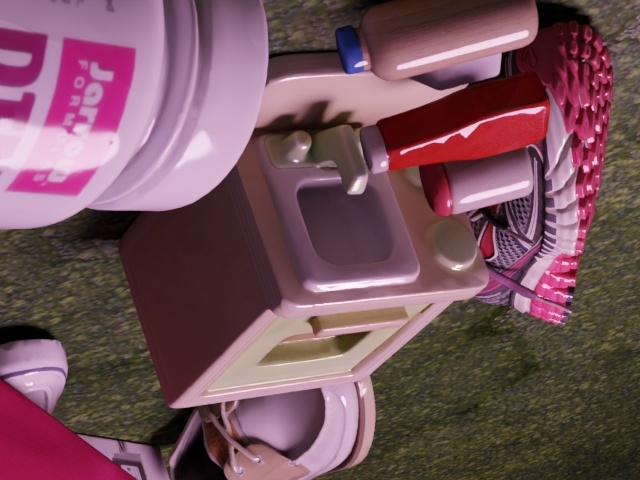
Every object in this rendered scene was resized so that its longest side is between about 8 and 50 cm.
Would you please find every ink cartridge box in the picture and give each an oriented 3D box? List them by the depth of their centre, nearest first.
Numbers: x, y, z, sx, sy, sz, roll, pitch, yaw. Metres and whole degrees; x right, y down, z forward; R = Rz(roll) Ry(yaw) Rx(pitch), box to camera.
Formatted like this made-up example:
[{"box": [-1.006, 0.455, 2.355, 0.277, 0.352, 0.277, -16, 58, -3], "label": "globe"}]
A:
[{"box": [-0.200, 0.220, 1.683, 0.104, 0.060, 0.180, -28, 157, 21], "label": "ink cartridge box"}]

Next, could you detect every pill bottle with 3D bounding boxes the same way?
[{"box": [-0.167, -0.086, 0.792, 0.283, 0.160, 0.160, 3, 151, -46], "label": "pill bottle"}]

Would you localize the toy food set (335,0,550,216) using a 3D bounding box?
[{"box": [0.053, -0.086, 1.029, 0.104, 0.111, 0.232, -15, 152, -7], "label": "toy food set"}]

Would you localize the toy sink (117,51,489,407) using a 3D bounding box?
[{"box": [0.000, 0.000, 1.197, 0.153, 0.131, 0.234, -5, 155, -33], "label": "toy sink"}]

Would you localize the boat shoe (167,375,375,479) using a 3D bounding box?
[{"box": [-0.043, 0.156, 1.585, 0.103, 0.113, 0.302, -16, 161, -24], "label": "boat shoe"}]

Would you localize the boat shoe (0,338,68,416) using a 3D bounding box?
[{"box": [-0.236, 0.151, 1.442, 0.095, 0.084, 0.258, -10, 158, -22], "label": "boat shoe"}]

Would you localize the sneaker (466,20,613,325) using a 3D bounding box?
[{"box": [0.122, -0.033, 1.255, 0.112, 0.121, 0.299, 11, 151, 5], "label": "sneaker"}]

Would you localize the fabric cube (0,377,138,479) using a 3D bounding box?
[{"box": [-0.270, 0.266, 1.313, 0.259, 0.254, 0.258, -33, 124, 26], "label": "fabric cube"}]
